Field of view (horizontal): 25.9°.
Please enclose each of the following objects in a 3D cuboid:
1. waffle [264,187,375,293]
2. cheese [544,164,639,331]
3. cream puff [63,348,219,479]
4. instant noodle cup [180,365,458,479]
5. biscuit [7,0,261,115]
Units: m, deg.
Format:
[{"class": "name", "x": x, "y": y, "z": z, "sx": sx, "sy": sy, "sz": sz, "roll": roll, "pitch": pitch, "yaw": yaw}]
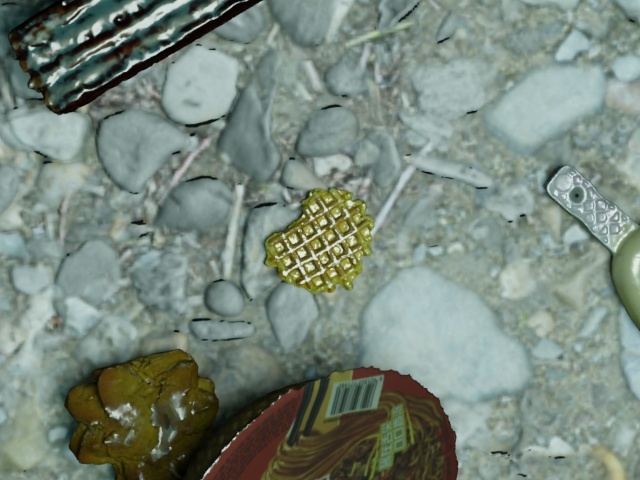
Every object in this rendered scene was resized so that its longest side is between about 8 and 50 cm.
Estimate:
[{"class": "waffle", "x": 0.002, "y": 0.000, "z": 1.074, "sx": 0.078, "sy": 0.016, "sz": 0.085, "roll": 28, "pitch": 93, "yaw": -13}, {"class": "cheese", "x": 0.253, "y": 0.011, "z": 1.093, "sx": 0.192, "sy": 0.037, "sz": 0.097, "roll": 41, "pitch": 90, "yaw": -10}, {"class": "cream puff", "x": -0.129, "y": 0.134, "z": 1.036, "sx": 0.122, "sy": 0.094, "sz": 0.116, "roll": 35, "pitch": 89, "yaw": -5}, {"class": "instant noodle cup", "x": -0.026, "y": 0.199, "z": 1.030, "sx": 0.274, "sy": 0.091, "sz": 0.274, "roll": -18, "pitch": 122, "yaw": -32}, {"class": "biscuit", "x": -0.099, "y": -0.179, "z": 0.994, "sx": 0.252, "sy": 0.106, "sz": 0.070, "roll": -32, "pitch": 98, "yaw": -3}]
